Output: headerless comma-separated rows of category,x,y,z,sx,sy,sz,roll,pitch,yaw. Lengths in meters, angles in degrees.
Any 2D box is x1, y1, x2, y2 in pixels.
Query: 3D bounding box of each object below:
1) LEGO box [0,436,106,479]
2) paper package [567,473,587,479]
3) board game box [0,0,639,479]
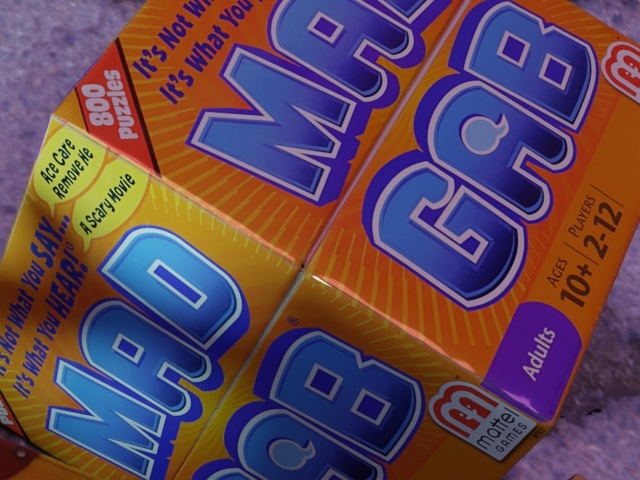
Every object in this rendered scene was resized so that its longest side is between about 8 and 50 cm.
LEGO box,-0.221,0.391,0.685,0.193,0.372,0.500,24,37,-7
paper package,0.184,0.389,1.065,0.325,0.168,0.309,45,50,12
board game box,0.000,0.000,1.137,0.356,0.356,0.356,32,50,0
